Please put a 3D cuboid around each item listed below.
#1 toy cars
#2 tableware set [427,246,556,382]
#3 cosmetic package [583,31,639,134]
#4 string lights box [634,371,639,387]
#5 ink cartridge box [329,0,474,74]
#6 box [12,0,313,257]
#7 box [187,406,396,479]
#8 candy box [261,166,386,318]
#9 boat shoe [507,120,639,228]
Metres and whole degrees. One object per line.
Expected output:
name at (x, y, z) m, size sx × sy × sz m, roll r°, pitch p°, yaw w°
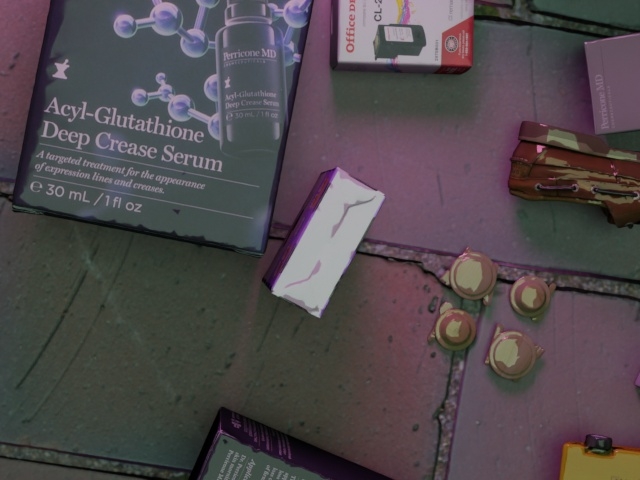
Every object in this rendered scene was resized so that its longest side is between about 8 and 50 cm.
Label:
toy cars at (0.312, 0.367, 1.582) m, size 0.393 × 0.087 × 0.176 m, roll -34°, pitch 89°, yaw 0°
tableware set at (0.226, 0.098, 1.597) m, size 0.168 × 0.020 × 0.141 m, roll 23°, pitch 90°, yaw -5°
cosmetic package at (0.459, -0.208, 1.525) m, size 0.238 × 0.107 × 0.127 m, roll -9°, pitch 95°, yaw 19°
string lights box at (0.554, 0.219, 1.571) m, size 0.259 × 0.133 × 0.077 m, roll 26°, pitch 88°, yaw -6°
ink cartridge box at (0.103, -0.280, 1.550) m, size 0.175 × 0.072 × 0.127 m, roll 1°, pitch 92°, yaw -6°
box at (-0.174, -0.199, 1.459) m, size 0.293 × 0.212 × 0.396 m, roll 10°, pitch 90°, yaw -5°
box at (-0.050, 0.432, 1.501) m, size 0.312 × 0.179 × 0.343 m, roll 24°, pitch 89°, yaw -4°
candy box at (0.000, 0.000, 1.485) m, size 0.070 × 0.196 × 0.165 m, roll 29°, pitch 89°, yaw -6°
boat shoe at (0.394, -0.068, 1.572) m, size 0.307 × 0.111 × 0.104 m, roll 15°, pitch 94°, yaw 4°
